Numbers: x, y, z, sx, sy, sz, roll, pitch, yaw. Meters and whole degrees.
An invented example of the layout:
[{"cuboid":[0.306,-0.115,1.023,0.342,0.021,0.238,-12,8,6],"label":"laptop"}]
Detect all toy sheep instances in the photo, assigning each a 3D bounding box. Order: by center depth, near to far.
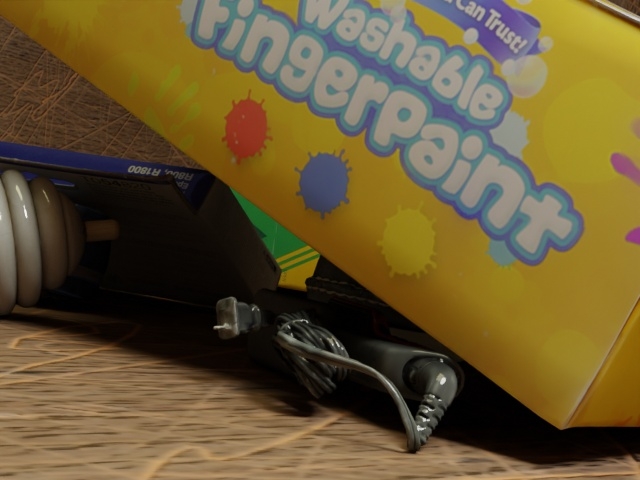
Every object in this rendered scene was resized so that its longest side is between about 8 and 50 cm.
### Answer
[{"cuboid":[-0.178,0.000,0.756,0.132,0.091,0.091,-12,8,-19],"label":"toy sheep"}]

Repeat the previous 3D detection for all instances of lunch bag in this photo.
[{"cuboid":[-0.186,0.005,0.871,0.098,0.065,0.067,14,-7,6],"label":"lunch bag"}]

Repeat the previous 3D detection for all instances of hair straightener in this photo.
[{"cuboid":[-0.005,0.054,0.606,0.089,0.047,0.230,8,6,-15],"label":"hair straightener"}]

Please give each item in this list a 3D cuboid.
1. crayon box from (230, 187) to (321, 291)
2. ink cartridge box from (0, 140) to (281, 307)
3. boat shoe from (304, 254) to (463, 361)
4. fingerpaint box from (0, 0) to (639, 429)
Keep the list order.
[{"cuboid":[0.000,0.000,1.487,0.313,0.106,0.363,10,3,31],"label":"crayon box"},{"cuboid":[-0.160,-0.023,0.957,0.223,0.045,0.224,9,-22,18],"label":"ink cartridge box"},{"cuboid":[0.109,0.029,0.942,0.116,0.099,0.319,11,3,39],"label":"boat shoe"},{"cuboid":[0.087,-0.075,0.761,0.445,0.163,0.371,36,15,34],"label":"fingerpaint box"}]
